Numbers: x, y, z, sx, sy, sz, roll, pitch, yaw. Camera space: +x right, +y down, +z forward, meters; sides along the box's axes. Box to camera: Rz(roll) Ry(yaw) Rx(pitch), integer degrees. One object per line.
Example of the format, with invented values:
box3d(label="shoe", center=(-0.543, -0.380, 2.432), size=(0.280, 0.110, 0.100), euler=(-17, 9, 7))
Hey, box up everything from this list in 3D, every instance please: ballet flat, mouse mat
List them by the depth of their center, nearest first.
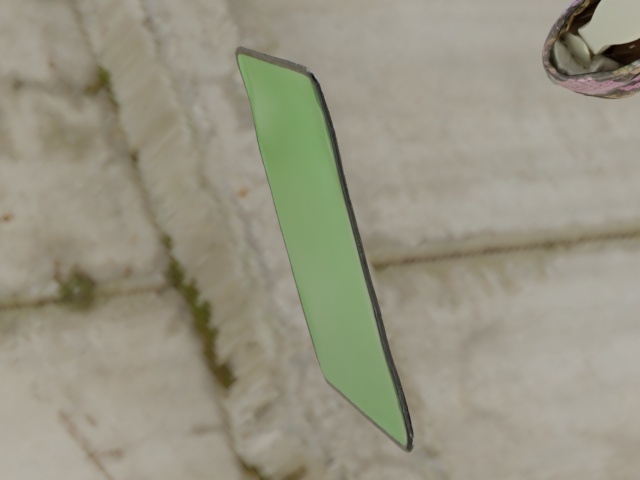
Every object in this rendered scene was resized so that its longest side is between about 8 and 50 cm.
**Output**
box3d(label="mouse mat", center=(0.000, 0.000, 0.889), size=(0.007, 0.152, 0.189), euler=(-17, -75, -13))
box3d(label="ballet flat", center=(0.199, -0.144, 0.912), size=(0.077, 0.221, 0.079), euler=(53, -153, 5))
